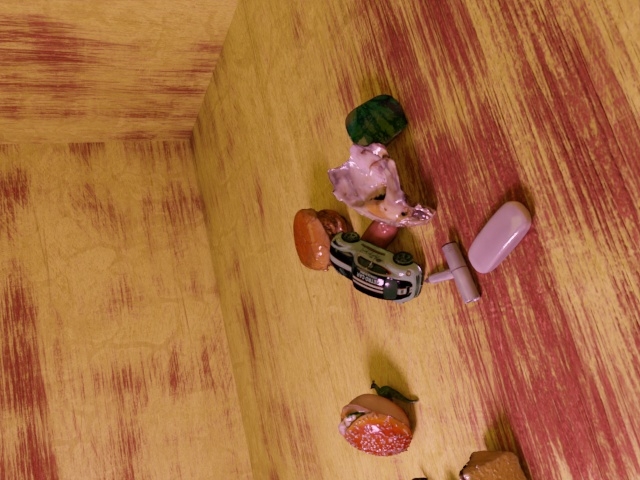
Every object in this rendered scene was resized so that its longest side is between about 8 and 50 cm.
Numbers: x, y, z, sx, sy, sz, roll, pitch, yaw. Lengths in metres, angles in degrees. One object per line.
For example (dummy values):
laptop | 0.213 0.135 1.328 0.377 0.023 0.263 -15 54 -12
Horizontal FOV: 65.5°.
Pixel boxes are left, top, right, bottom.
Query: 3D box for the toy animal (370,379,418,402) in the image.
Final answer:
toy animal | 0.231 0.502 1.557 0.217 0.041 0.074 5 99 58

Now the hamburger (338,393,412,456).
hamburger | 0.169 0.569 1.512 0.237 0.147 0.236 17 137 17

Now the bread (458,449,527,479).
bread | 0.423 0.614 1.118 0.178 0.142 0.265 32 -142 -74

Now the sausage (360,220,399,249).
sausage | 0.160 0.012 1.520 0.086 0.086 0.289 67 150 29

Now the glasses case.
glasses case | 0.391 -0.004 1.096 0.076 0.050 0.197 63 147 33

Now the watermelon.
watermelon | 0.160 -0.353 1.427 0.146 0.129 0.231 -45 54 37

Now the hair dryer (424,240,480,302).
hair dryer | 0.324 0.107 1.281 0.183 0.044 0.154 123 135 -59

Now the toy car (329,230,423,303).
toy car | 0.141 0.084 1.430 0.306 0.125 0.136 23 134 28

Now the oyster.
oyster | 0.162 -0.148 1.363 0.275 0.100 0.270 -9 114 48

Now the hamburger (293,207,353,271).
hamburger | 0.000 0.000 1.749 0.244 0.163 0.244 25 119 57

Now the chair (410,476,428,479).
chair | 0.326 0.707 1.373 0.212 0.084 0.101 41 135 54
